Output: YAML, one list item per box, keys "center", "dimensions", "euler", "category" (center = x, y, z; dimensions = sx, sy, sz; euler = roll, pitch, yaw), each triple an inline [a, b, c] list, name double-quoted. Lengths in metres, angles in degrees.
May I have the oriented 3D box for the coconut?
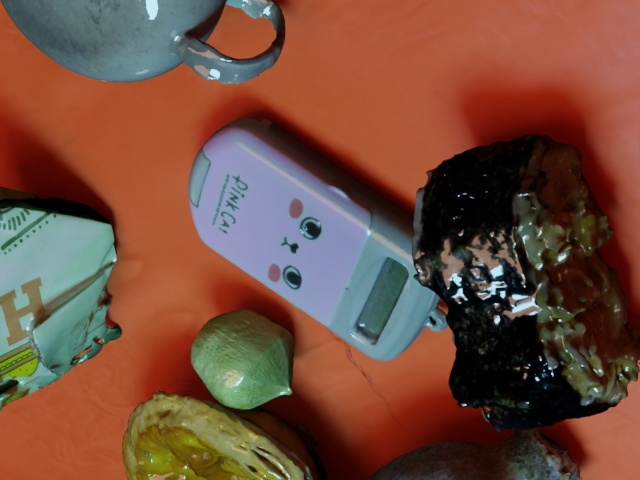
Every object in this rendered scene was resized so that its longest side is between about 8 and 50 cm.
- center: [-0.062, 0.105, 1.297]
  dimensions: [0.096, 0.088, 0.088]
  euler: [38, 137, 19]
  category: "coconut"

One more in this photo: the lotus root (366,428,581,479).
- center: [0.066, 0.275, 1.226]
  dimensions: [0.175, 0.175, 0.349]
  euler: [41, 111, 5]
  category: "lotus root"

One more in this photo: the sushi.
- center: [0.145, 0.037, 1.045]
  dimensions: [0.115, 0.147, 0.212]
  euler: [-3, 115, 39]
  category: "sushi"

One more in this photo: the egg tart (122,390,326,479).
- center: [-0.074, 0.224, 1.381]
  dimensions: [0.241, 0.106, 0.241]
  euler: [23, 134, 25]
  category: "egg tart"

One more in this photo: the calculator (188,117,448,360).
- center: [0.000, 0.000, 1.202]
  dimensions: [0.246, 0.045, 0.141]
  euler: [34, 136, 11]
  category: "calculator"

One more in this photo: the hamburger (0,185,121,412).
- center: [-0.280, 0.054, 1.368]
  dimensions: [0.125, 0.235, 0.214]
  euler: [26, 104, 37]
  category: "hamburger"

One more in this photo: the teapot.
- center: [-0.150, -0.215, 1.102]
  dimensions: [0.294, 0.129, 0.193]
  euler: [36, 136, 7]
  category: "teapot"
